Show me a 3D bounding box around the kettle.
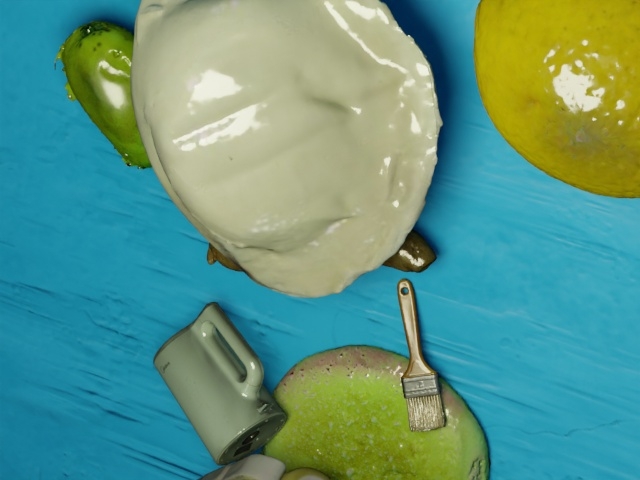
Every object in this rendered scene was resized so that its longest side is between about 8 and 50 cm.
[{"bbox_3d":[-0.118,0.167,2.044,0.148,0.098,0.127,54,166,19],"label":"kettle"}]

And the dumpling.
[{"bbox_3d":[-0.029,-0.121,1.802,0.315,0.233,0.395,-4,108,30],"label":"dumpling"}]

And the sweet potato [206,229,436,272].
[{"bbox_3d":[0.000,0.000,1.948,0.273,0.075,0.075,1,113,24],"label":"sweet potato"}]

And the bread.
[{"bbox_3d":[0.055,0.256,2.054,0.301,0.045,0.301,11,115,24],"label":"bread"}]

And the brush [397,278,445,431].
[{"bbox_3d":[0.105,0.126,1.960,0.043,0.014,0.170,-9,93,16],"label":"brush"}]

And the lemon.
[{"bbox_3d":[0.271,-0.163,1.625,0.267,0.267,0.267,11,117,23],"label":"lemon"}]

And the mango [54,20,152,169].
[{"bbox_3d":[-0.218,-0.162,1.970,0.178,0.100,0.119,63,163,-19],"label":"mango"}]

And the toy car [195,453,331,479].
[{"bbox_3d":[-0.039,0.428,2.030,0.336,0.226,0.242,45,141,-11],"label":"toy car"}]
